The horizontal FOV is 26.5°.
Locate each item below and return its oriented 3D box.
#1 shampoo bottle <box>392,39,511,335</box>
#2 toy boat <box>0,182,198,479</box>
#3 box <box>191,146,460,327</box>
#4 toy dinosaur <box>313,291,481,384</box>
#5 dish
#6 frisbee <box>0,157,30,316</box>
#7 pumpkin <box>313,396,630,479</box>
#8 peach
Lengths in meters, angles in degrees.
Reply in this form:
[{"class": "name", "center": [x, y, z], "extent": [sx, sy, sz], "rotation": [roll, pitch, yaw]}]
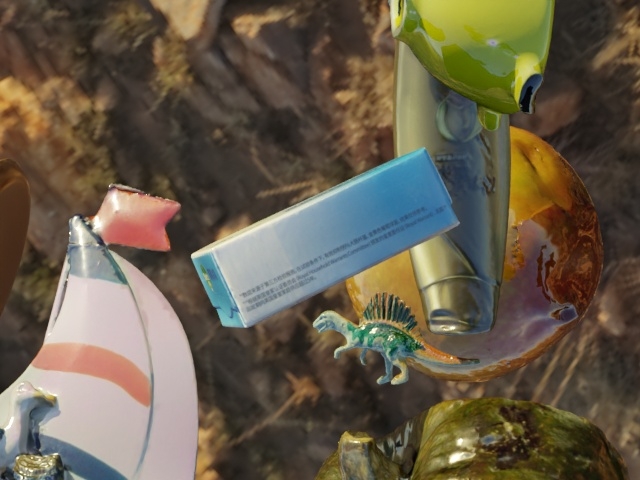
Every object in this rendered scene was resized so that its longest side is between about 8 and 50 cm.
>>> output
[{"class": "shampoo bottle", "center": [0.144, -0.073, 1.481], "extent": [0.125, 0.084, 0.350], "rotation": [-2, 93, -1]}, {"class": "toy boat", "center": [-0.127, 0.131, 0.788], "extent": [0.219, 0.318, 0.072], "rotation": [25, 162, 23]}, {"class": "box", "center": [0.001, 0.000, 1.122], "extent": [0.073, 0.194, 0.139], "rotation": [65, 168, -2]}, {"class": "toy dinosaur", "center": [0.084, 0.109, 1.553], "extent": [0.187, 0.044, 0.106], "rotation": [-16, 91, 35]}, {"class": "dish", "center": [0.111, -0.224, 1.074], "extent": [0.108, 0.221, 0.262], "rotation": [3, 90, -4]}, {"class": "frisbee", "center": [-0.308, 0.048, 1.187], "extent": [0.021, 0.251, 0.251], "rotation": [20, 132, 1]}, {"class": "pumpkin", "center": [0.090, 0.229, 1.105], "extent": [0.222, 0.139, 0.317], "rotation": [30, 148, -23]}, {"class": "peach", "center": [0.207, 0.016, 1.833], "extent": [0.372, 0.372, 0.290], "rotation": [-16, 130, 42]}]
